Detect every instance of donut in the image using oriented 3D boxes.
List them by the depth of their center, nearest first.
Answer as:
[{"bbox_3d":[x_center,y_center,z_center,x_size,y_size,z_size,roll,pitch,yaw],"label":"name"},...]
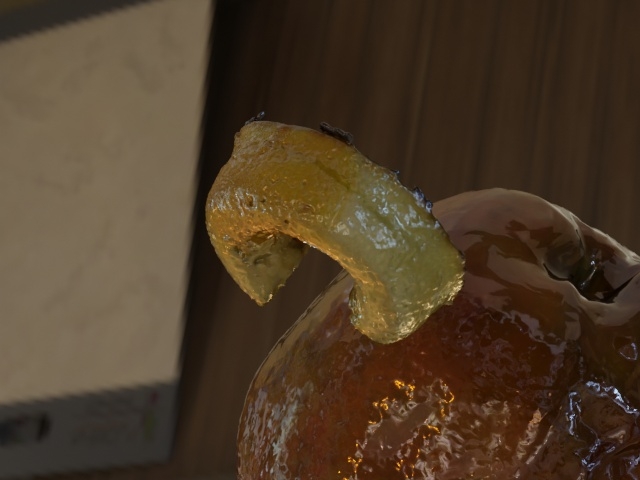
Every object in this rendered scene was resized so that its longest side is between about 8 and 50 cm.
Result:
[{"bbox_3d":[-0.002,-0.007,1.214,0.181,0.078,0.146,23,151,38],"label":"donut"}]

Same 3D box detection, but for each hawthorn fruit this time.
[{"bbox_3d":[0.161,0.189,1.737,0.471,0.472,0.472,8,153,4],"label":"hawthorn fruit"}]
